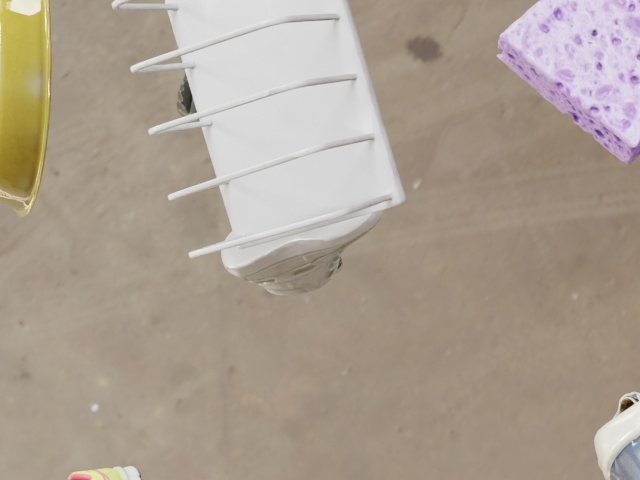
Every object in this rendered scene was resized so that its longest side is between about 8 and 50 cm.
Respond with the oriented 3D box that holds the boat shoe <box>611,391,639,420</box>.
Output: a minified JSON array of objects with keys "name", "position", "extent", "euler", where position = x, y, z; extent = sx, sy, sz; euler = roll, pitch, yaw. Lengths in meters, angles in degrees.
[{"name":"boat shoe","position":[0.279,0.151,1.361],"extent":[0.035,0.100,0.035],"euler":[-11,108,42]}]

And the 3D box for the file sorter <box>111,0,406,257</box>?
[{"name":"file sorter","position":[-0.066,-0.135,1.541],"extent":[0.193,0.173,0.277],"euler":[-15,93,23]}]

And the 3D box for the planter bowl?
[{"name":"planter bowl","position":[-0.260,-0.125,1.127],"extent":[0.090,0.217,0.217],"euler":[-1,132,-21]}]

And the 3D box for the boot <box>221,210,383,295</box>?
[{"name":"boot","position":[0.000,0.000,2.080],"extent":[0.258,0.095,0.123],"euler":[-19,147,31]}]

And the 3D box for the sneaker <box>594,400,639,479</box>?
[{"name":"sneaker","position":[0.329,0.228,1.097],"extent":[0.350,0.148,0.131],"euler":[26,121,-37]}]

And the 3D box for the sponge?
[{"name":"sponge","position":[0.230,-0.157,1.015],"extent":[0.117,0.210,0.031],"euler":[44,167,17]}]

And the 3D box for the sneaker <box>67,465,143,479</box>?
[{"name":"sneaker","position":[-0.244,0.323,1.763],"extent":[0.094,0.208,0.081],"euler":[10,103,-21]}]

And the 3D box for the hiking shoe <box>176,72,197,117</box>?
[{"name":"hiking shoe","position":[-0.057,-0.255,1.825],"extent":[0.132,0.304,0.113],"euler":[27,168,-7]}]
